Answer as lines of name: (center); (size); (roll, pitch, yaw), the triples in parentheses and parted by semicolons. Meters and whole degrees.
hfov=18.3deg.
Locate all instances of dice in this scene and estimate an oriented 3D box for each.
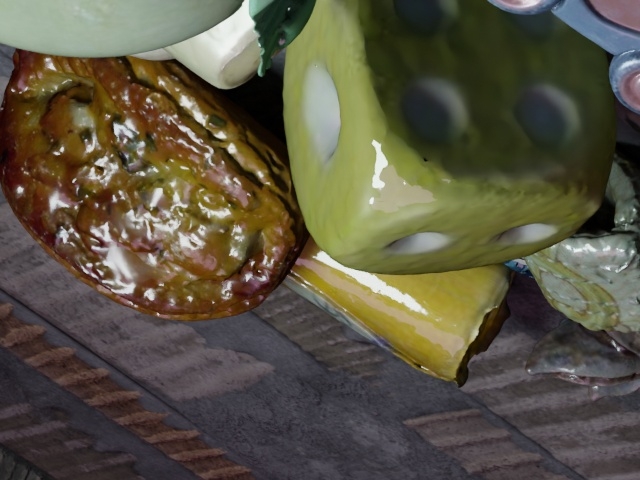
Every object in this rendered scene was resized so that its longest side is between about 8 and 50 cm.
dice: (0.108, -0.112, 1.710); (0.233, 0.238, 0.227); (-5, 163, -18)

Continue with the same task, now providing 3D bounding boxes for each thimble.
thimble: (0.272, -0.001, 1.938); (0.190, 0.137, 0.143); (43, 167, 48)

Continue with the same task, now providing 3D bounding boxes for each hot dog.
hot dog: (-0.189, -0.084, 2.103); (0.387, 0.174, 0.267); (38, 114, 14)

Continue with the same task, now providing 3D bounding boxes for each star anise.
star anise: (0.345, 0.106, 2.128); (0.257, 0.111, 0.198); (22, 134, -28)

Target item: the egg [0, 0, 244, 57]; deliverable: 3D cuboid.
egg: (-0.212, -0.284, 1.548); (0.336, 0.278, 0.278); (6, 152, 5)

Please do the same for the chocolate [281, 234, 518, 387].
chocolate: (0.000, 0.000, 2.218); (0.445, 0.162, 0.162); (27, 155, 9)

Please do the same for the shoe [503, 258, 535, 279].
shoe: (0.218, 0.006, 2.123); (0.143, 0.064, 0.071); (23, 167, 13)

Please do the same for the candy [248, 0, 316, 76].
candy: (0.021, -0.318, 1.463); (0.172, 0.263, 0.398); (34, 155, 6)

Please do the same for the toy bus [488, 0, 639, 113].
toy bus: (0.269, -0.249, 1.455); (0.294, 0.197, 0.232); (36, 143, -14)

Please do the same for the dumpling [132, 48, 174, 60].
dumpling: (-0.177, -0.246, 1.970); (0.199, 0.118, 0.136); (1, 141, -10)

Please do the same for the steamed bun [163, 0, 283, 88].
steamed bun: (-0.096, -0.272, 1.813); (0.225, 0.170, 0.200); (39, 124, 11)
